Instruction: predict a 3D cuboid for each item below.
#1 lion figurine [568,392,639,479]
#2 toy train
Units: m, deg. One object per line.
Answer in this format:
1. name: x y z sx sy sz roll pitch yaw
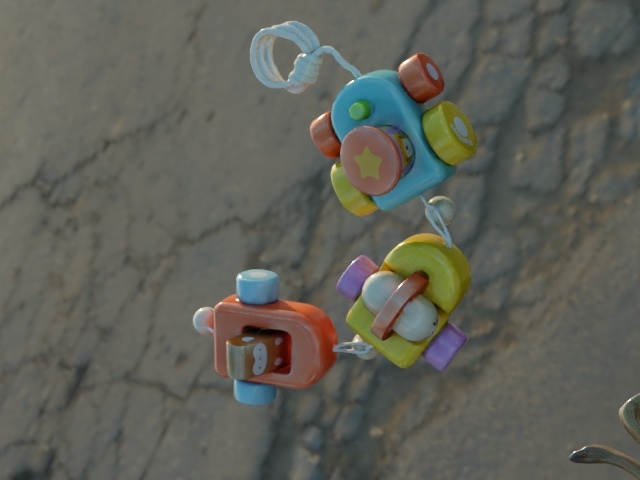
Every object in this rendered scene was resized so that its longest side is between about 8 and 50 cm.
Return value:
1. lion figurine: 0.451 0.194 1.483 0.392 0.240 0.142 -29 -14 -11
2. toy train: 0.000 0.000 0.646 0.125 0.046 0.166 13 110 21
